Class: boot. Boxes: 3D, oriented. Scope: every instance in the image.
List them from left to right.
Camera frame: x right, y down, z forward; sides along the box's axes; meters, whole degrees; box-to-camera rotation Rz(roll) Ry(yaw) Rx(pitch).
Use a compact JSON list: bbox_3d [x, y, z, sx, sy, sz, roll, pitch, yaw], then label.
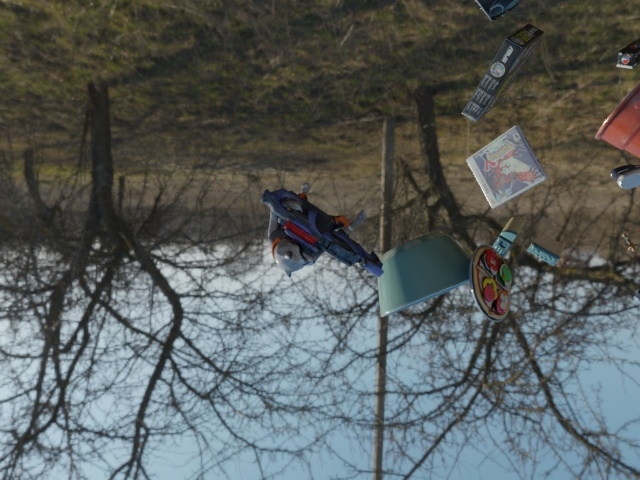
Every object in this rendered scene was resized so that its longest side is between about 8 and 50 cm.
[{"bbox_3d":[1.024,-0.220,1.583,0.190,0.069,0.086,-10,-150,11],"label":"boot"}]

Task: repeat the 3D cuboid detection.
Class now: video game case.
[{"bbox_3d":[0.565,-0.221,1.542,0.023,0.183,0.201,-16,167,-40],"label":"video game case"}]

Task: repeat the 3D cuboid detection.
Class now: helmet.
[{"bbox_3d":[0.473,-0.683,1.318,0.162,0.169,0.169,-39,161,27],"label":"helmet"}]

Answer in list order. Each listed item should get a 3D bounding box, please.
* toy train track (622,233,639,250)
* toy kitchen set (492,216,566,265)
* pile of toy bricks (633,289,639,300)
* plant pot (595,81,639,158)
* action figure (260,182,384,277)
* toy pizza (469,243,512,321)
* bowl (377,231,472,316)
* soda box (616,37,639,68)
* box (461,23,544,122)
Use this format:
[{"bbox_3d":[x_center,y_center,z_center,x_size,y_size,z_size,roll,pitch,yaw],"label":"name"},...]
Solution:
[{"bbox_3d":[1.004,0.009,1.640,0.048,0.014,0.083,0,-140,3],"label":"toy train track"},{"bbox_3d":[0.579,0.053,1.466,0.166,0.122,0.207,34,158,17],"label":"toy kitchen set"},{"bbox_3d":[0.660,0.101,0.922,0.105,0.118,0.212,47,-177,28],"label":"pile of toy bricks"},{"bbox_3d":[0.849,-0.265,1.167,0.265,0.272,0.272,47,-159,20],"label":"plant pot"},{"bbox_3d":[0.000,0.000,1.275,0.341,0.178,0.330,38,-145,5],"label":"action figure"},{"bbox_3d":[0.443,0.106,1.284,0.201,0.201,0.032,0,169,-45],"label":"toy pizza"},{"bbox_3d":[0.284,0.085,1.419,0.312,0.163,0.311,-22,169,-5],"label":"bowl"},{"bbox_3d":[1.074,-0.639,1.698,0.169,0.053,0.060,-32,-141,-21],"label":"soda box"},{"bbox_3d":[0.576,-0.529,1.598,0.060,0.270,0.216,38,-133,13],"label":"box"}]
